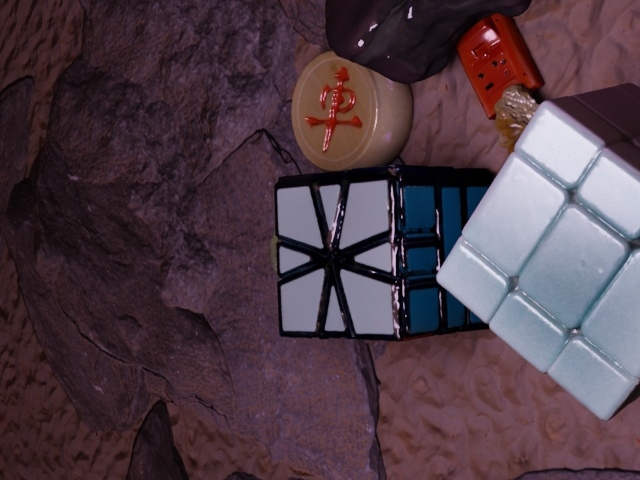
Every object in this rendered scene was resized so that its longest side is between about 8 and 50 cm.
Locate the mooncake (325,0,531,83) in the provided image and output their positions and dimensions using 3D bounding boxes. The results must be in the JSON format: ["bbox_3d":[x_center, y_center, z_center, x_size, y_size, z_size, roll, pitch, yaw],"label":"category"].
[{"bbox_3d":[0.189,-0.453,1.796,0.381,0.212,0.351,-23,56,46],"label":"mooncake"}]

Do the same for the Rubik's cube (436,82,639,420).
[{"bbox_3d":[0.414,0.003,1.527,0.316,0.319,0.322,40,121,22],"label":"Rubik's cube"}]

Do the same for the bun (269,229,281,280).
[{"bbox_3d":[0.000,0.000,2.083,0.212,0.126,0.204,-52,32,25],"label":"bun"}]

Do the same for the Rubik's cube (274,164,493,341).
[{"bbox_3d":[0.114,0.020,1.871,0.293,0.283,0.288,0,91,40],"label":"Rubik's cube"}]

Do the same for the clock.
[{"bbox_3d":[0.294,-0.292,1.845,0.113,0.061,0.155,-36,69,37],"label":"clock"}]

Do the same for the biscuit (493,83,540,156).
[{"bbox_3d":[0.352,-0.162,1.768,0.183,0.061,0.118,32,125,19],"label":"biscuit"}]

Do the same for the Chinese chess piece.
[{"bbox_3d":[0.054,-0.241,2.044,0.251,0.097,0.251,3,94,44],"label":"Chinese chess piece"}]
